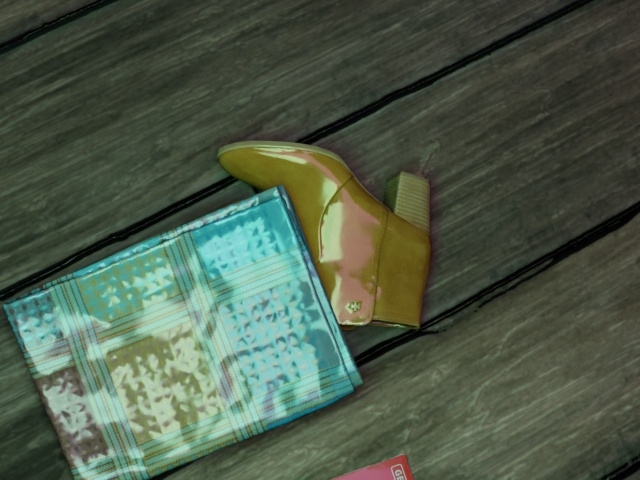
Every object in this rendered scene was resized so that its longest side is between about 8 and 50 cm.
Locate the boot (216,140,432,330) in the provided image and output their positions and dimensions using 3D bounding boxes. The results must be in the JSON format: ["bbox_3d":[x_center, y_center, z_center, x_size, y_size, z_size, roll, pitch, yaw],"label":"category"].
[{"bbox_3d":[0.000,0.000,1.728,0.295,0.104,0.211,12,75,-11],"label":"boot"}]

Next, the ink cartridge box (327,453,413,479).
[{"bbox_3d":[0.034,0.432,1.656,0.261,0.066,0.296,-17,81,-12],"label":"ink cartridge box"}]

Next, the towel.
[{"bbox_3d":[-0.162,0.125,1.661,0.370,0.040,0.271,-23,89,-4],"label":"towel"}]
